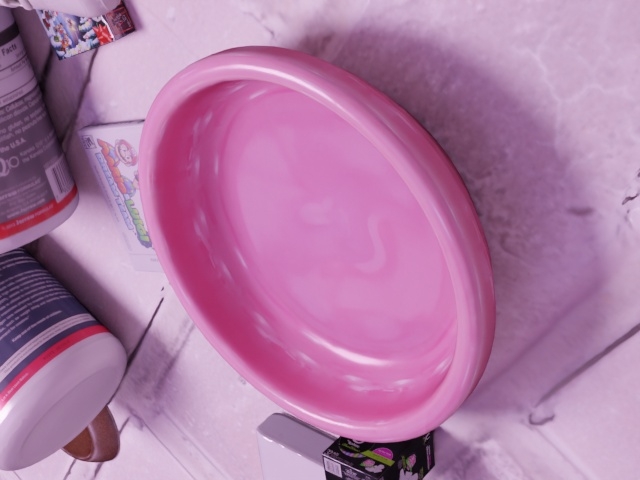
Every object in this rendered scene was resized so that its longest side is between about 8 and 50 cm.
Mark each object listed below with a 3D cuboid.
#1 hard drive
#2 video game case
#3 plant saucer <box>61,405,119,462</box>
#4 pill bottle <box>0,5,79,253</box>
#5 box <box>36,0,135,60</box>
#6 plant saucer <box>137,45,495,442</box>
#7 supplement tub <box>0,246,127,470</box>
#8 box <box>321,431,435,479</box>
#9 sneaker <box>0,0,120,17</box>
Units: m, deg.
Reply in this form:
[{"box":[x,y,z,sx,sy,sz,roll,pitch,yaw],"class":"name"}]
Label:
[{"box":[0.035,0.335,1.037,0.203,0.040,0.307,20,130,33],"class":"hard drive"},{"box":[-0.158,-0.039,0.967,0.143,0.019,0.157,2,118,43],"class":"video game case"},{"box":[-0.329,0.225,1.316,0.168,0.029,0.168,24,132,29],"class":"plant saucer"},{"box":[-0.353,-0.137,0.973,0.161,0.161,0.283,7,123,41],"class":"pill bottle"},{"box":[-0.224,-0.232,0.885,0.094,0.027,0.137,-6,113,45],"class":"box"},{"box":[0.000,0.000,0.795,0.332,0.084,0.332,24,131,30],"class":"plant saucer"},{"box":[-0.372,0.105,1.143,0.272,0.191,0.191,42,139,13],"class":"supplement tub"},{"box":[0.052,0.190,0.882,0.062,0.083,0.052,17,127,36],"class":"box"},{"box":[-0.262,-0.223,0.811,0.235,0.095,0.090,29,156,23],"class":"sneaker"}]
